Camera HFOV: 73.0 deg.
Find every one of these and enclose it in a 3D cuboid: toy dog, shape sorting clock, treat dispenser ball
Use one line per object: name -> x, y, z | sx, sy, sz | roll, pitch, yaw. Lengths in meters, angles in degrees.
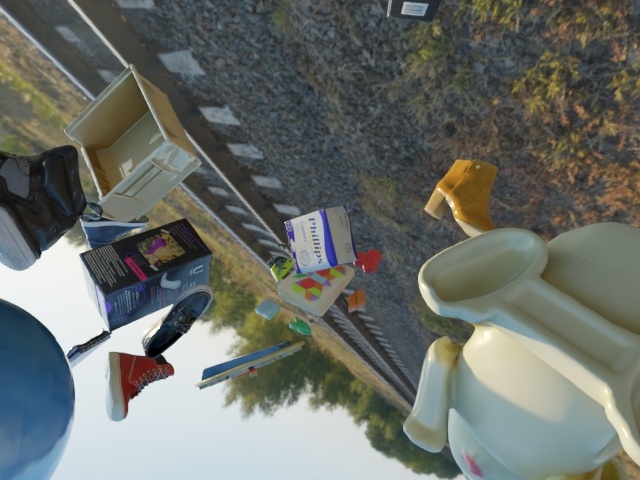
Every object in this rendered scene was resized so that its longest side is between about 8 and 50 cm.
toy dog -> 0.285, 0.184, 0.577 | 0.285, 0.395, 0.407 | 30, 139, 30
shape sorting clock -> -0.124, 0.223, 0.778 | 0.206, 0.206, 0.040 | 115, 138, -76
treat dispenser ball -> -0.419, 0.191, 0.449 | 0.288, 0.288, 0.288 | 31, 166, 9

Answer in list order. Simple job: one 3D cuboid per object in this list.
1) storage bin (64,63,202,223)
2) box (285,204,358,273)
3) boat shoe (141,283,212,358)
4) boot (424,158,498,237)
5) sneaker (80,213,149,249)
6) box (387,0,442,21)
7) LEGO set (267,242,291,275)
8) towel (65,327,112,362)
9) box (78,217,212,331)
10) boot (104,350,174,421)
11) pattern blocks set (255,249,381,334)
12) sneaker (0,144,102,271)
storage bin -> -0.453, -0.219, 1.025 | 0.262, 0.260, 0.123 | 58, -168, 24
box -> 0.000, 0.000, 0.955 | 0.072, 0.126, 0.137 | -11, 176, -44
boat shoe -> -0.350, 0.204, 1.059 | 0.080, 0.228, 0.076 | 48, -174, -38
boot -> 0.466, -0.125, 1.266 | 0.295, 0.211, 0.104 | 36, 180, 42
sneaker -> -0.742, -0.019, 1.591 | 0.226, 0.163, 0.086 | -2, -150, -11
box -> 0.208, -0.586, 0.892 | 0.108, 0.207, 0.153 | 8, -171, 5
LEGO set -> -0.088, 0.037, 0.953 | 0.054, 0.083, 0.023 | 17, -157, -35
towel -> -0.716, 0.348, 1.188 | 0.040, 0.243, 0.336 | 50, 167, -5
box -> -0.430, 0.081, 1.088 | 0.143, 0.270, 0.165 | 48, 140, 24
boot -> -0.468, 0.375, 1.141 | 0.176, 0.088, 0.244 | 11, -164, -28
pattern blocks set -> -0.006, 0.107, 1.147 | 0.286, 0.325, 0.026 | 13, 135, 23
sneaker -> -0.414, -0.098, 0.565 | 0.268, 0.153, 0.101 | 50, 144, -1
